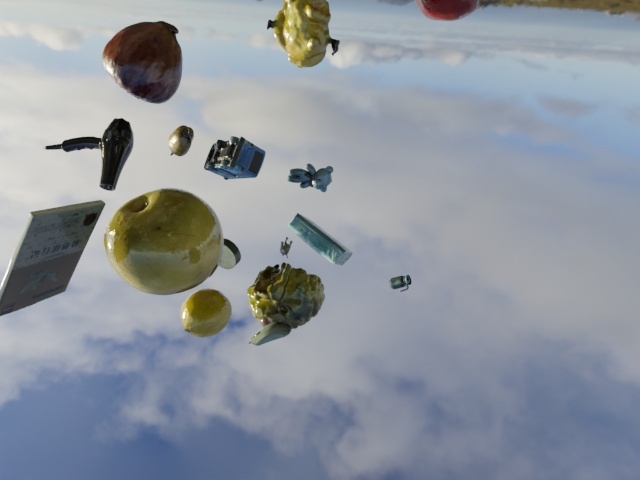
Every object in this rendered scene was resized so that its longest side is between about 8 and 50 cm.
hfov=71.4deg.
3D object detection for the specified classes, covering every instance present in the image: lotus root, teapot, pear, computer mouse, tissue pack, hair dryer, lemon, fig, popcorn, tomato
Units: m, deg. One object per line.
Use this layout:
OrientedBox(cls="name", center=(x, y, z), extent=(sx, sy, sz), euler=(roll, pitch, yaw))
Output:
OrientedBox(cls="lotus root", center=(-0.397, -0.281, 1.261), extent=(0.063, 0.152, 0.072), euler=(13, -116, -30))
OrientedBox(cls="teapot", center=(0.316, 0.170, 1.777), extent=(0.083, 0.049, 0.063), euler=(-19, -159, 34))
OrientedBox(cls="pear", center=(-0.468, 0.004, 1.367), extent=(0.349, 0.348, 0.348), euler=(3, -154, -2))
OrientedBox(cls="computer mouse", center=(-0.127, 0.225, 1.094), extent=(0.110, 0.032, 0.056), euler=(-19, -162, -9))
OrientedBox(cls="tissue pack", center=(0.000, 0.000, 1.880), extent=(0.263, 0.089, 0.177), euler=(37, -176, 16))
OrientedBox(cls="hair dryer", center=(-0.710, -0.260, 1.355), extent=(0.272, 0.235, 0.091), euler=(1, 161, 8))
OrientedBox(cls="lemon", center=(-0.424, 0.268, 1.639), extent=(0.178, 0.178, 0.203), euler=(20, -137, 29))
OrientedBox(cls="fig", center=(-0.525, -0.536, 1.350), extent=(0.224, 0.224, 0.263), euler=(8, -121, 7))
OrientedBox(cls="popcorn", center=(-0.097, 0.150, 1.233), extent=(0.218, 0.189, 0.169), euler=(-34, -149, 17))
OrientedBox(cls="popcorn", center=(-0.076, -0.841, 1.762), extent=(0.281, 0.297, 0.316), euler=(-3, -164, -21))
OrientedBox(cls="tomato", center=(0.332, -0.722, 1.267), extent=(0.140, 0.200, 0.233), euler=(-32, -143, 1))

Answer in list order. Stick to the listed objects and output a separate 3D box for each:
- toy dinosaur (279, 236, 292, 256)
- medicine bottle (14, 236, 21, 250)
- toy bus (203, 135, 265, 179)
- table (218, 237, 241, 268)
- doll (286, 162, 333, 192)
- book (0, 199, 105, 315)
OrientedBox(cls="toy dinosaur", center=(-0.109, 0.021, 1.410), extent=(0.037, 0.058, 0.180), euler=(8, -176, 1))
OrientedBox(cls="medicine bottle", center=(-0.890, 0.013, 1.455), extent=(0.147, 0.143, 0.147), euler=(-25, -141, 22))
OrientedBox(cls="toy bus", center=(-0.240, -0.221, 1.231), extent=(0.106, 0.090, 0.185), euler=(23, 171, -36))
OrientedBox(cls="table", center=(-0.409, 0.057, 1.921), extent=(0.134, 0.133, 0.043), euler=(16, -143, 22))
OrientedBox(cls="doll", center=(-0.037, -0.241, 1.746), extent=(0.180, 0.120, 0.075), euler=(-1, -138, -24))
OrientedBox(cls="book", center=(-0.675, 0.041, 1.111), extent=(0.021, 0.310, 0.217), euler=(36, -161, 6))
